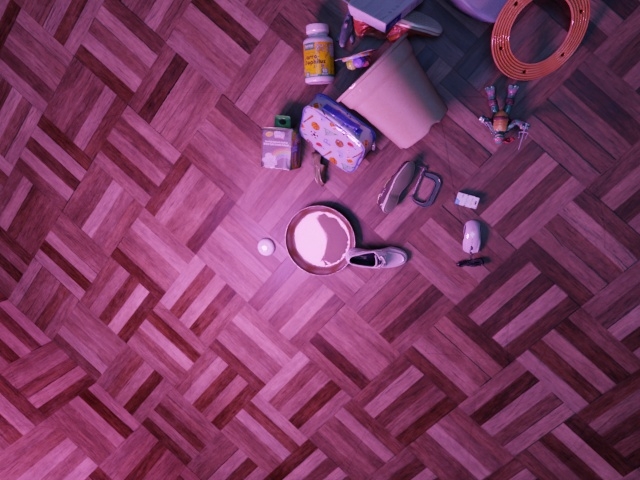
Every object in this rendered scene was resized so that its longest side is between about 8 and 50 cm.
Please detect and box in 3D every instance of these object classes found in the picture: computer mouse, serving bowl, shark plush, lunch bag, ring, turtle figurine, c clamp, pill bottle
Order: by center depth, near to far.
[{"bbox_3d":[0.737,-0.713,1.556,0.337,0.032,0.336,-6,128,-8],"label":"ring"},{"bbox_3d":[0.657,-0.442,1.678,0.175,0.118,0.234,1,88,-1],"label":"turtle figurine"},{"bbox_3d":[0.108,-0.817,1.751,0.073,0.067,0.161,27,108,7],"label":"shark plush"},{"bbox_3d":[0.067,-0.412,1.772,0.303,0.243,0.115,36,66,4],"label":"lunch bag"},{"bbox_3d":[-0.007,-0.718,1.779,0.118,0.117,0.208,1,103,14],"label":"pill bottle"},{"bbox_3d":[0.601,0.016,1.839,0.106,0.042,0.192,2,104,15],"label":"computer mouse"},{"bbox_3d":[0.407,-0.217,1.847,0.137,0.022,0.160,17,105,5],"label":"c clamp"},{"bbox_3d":[-0.246,0.031,2.066,0.083,0.027,0.083,3,103,14],"label":"serving bowl"}]

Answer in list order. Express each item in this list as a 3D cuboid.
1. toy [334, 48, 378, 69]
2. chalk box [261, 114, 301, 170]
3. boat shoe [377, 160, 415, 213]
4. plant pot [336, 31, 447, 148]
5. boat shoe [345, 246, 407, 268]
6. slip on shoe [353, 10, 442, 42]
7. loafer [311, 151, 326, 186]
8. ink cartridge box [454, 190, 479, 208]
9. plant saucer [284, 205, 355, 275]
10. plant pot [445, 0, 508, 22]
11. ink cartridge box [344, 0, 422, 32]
[{"bbox_3d":[0.142,-0.663,1.695,0.137,0.237,0.056,-11,112,17],"label":"toy"},{"bbox_3d":[-0.157,-0.402,1.887,0.133,0.132,0.213,8,104,13],"label":"chalk box"},{"bbox_3d":[0.296,-0.222,1.841,0.068,0.081,0.227,47,116,48],"label":"boat shoe"},{"bbox_3d":[0.281,-0.513,1.670,0.334,0.334,0.305,-41,102,19],"label":"plant pot"},{"bbox_3d":[0.234,0.081,1.905,0.258,0.084,0.095,-3,108,0],"label":"boat shoe"},{"bbox_3d":[0.282,-0.788,1.704,0.332,0.123,0.101,9,138,7],"label":"slip on shoe"},{"bbox_3d":[-0.001,-0.297,1.910,0.050,0.056,0.148,-10,100,23],"label":"loafer"},{"bbox_3d":[0.576,-0.158,1.811,0.083,0.028,0.048,18,107,10],"label":"ink cartridge box"},{"bbox_3d":[0.000,0.000,1.986,0.311,0.050,0.310,3,103,13],"label":"plant saucer"},{"bbox_3d":[0.544,-0.877,1.542,0.252,0.248,0.247,42,110,-18],"label":"plant pot"},{"bbox_3d":[0.215,-0.864,1.652,0.224,0.045,0.223,40,72,19],"label":"ink cartridge box"}]
